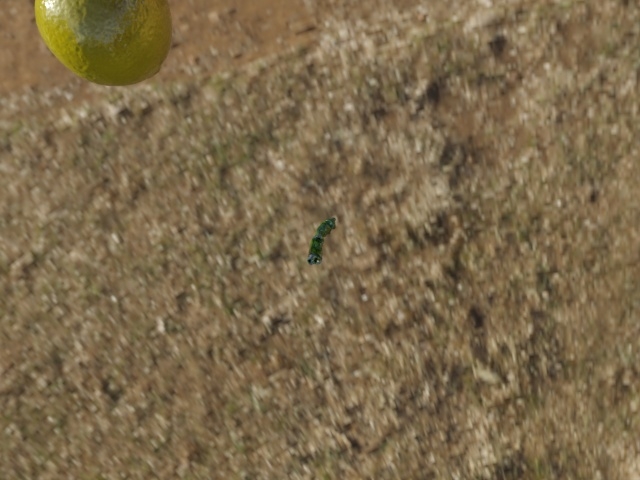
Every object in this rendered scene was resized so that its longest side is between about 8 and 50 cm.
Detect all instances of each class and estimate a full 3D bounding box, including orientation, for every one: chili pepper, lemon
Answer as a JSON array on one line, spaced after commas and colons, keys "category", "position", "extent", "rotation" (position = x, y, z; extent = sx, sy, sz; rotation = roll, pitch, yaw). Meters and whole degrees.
[{"category": "chili pepper", "position": [0.000, 0.000, 1.733], "extent": [0.022, 0.027, 0.083], "rotation": [32, 48, -12]}, {"category": "lemon", "position": [-0.311, -0.324, 1.989], "extent": [0.187, 0.244, 0.187], "rotation": [-27, 33, 20]}]
